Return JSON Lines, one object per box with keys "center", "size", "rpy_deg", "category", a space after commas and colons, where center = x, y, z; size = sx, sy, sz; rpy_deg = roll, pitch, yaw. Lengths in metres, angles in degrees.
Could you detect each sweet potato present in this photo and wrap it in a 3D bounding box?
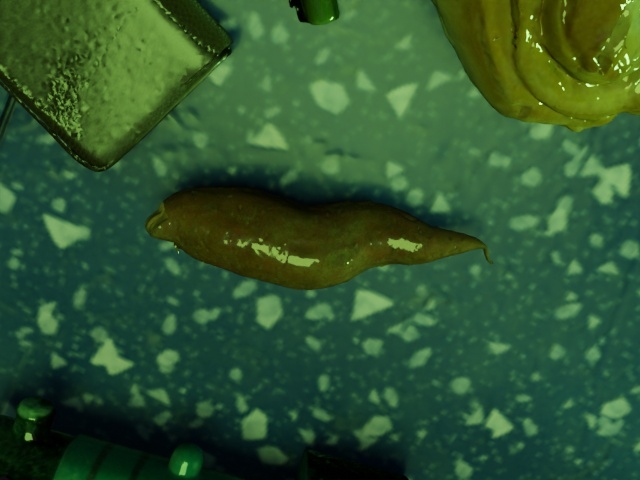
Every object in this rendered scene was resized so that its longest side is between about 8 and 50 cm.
{"center": [0.000, 0.000, 0.472], "size": [0.195, 0.056, 0.056], "rpy_deg": [3, 111, -3], "category": "sweet potato"}

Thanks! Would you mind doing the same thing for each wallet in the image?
{"center": [-0.149, -0.137, 0.438], "size": [0.110, 0.031, 0.198], "rpy_deg": [-40, 103, 17], "category": "wallet"}

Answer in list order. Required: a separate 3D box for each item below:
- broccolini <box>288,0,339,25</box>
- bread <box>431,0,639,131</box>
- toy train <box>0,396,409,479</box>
{"center": [0.067, -0.215, 0.391], "size": [0.123, 0.062, 0.271], "rpy_deg": [27, 117, -1], "category": "broccolini"}
{"center": [0.150, -0.157, 0.344], "size": [0.236, 0.120, 0.198], "rpy_deg": [-23, 126, 8], "category": "bread"}
{"center": [-0.096, 0.203, 0.524], "size": [0.298, 0.120, 0.194], "rpy_deg": [16, 104, -3], "category": "toy train"}
